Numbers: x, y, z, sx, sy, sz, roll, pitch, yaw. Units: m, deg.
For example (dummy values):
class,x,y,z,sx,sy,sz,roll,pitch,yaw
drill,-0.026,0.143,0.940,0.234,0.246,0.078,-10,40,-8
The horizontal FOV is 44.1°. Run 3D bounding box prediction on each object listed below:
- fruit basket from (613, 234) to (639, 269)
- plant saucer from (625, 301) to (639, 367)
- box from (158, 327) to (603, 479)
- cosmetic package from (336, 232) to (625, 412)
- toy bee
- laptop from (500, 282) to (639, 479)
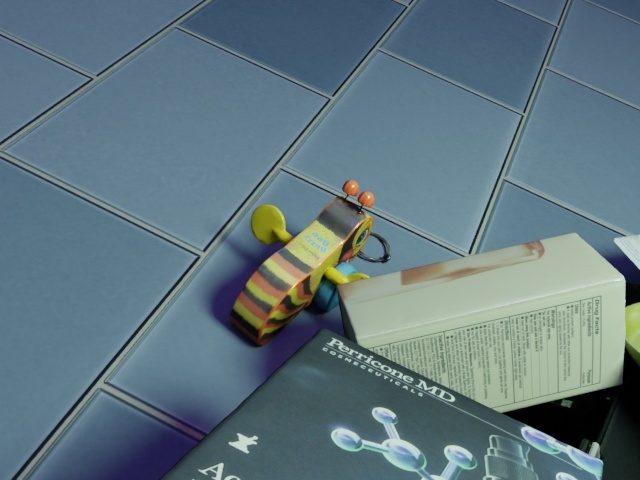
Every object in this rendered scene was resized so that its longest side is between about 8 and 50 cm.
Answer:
class,x,y,z,sx,sy,sz,roll,pitch,yaw
fruit basket,0.647,0.107,1.181,0.353,0.165,0.327,-9,49,-27
plant saucer,0.459,0.140,0.908,0.241,0.037,0.241,8,22,-3
box,0.030,0.276,0.603,0.294,0.211,0.395,24,21,14
cosmetic package,0.180,0.107,0.908,0.296,0.153,0.129,-11,27,-4
toy bee,0.000,0.000,1.033,0.195,0.162,0.298,22,41,4
laptop,0.334,0.244,1.012,0.408,0.236,0.382,9,32,31
